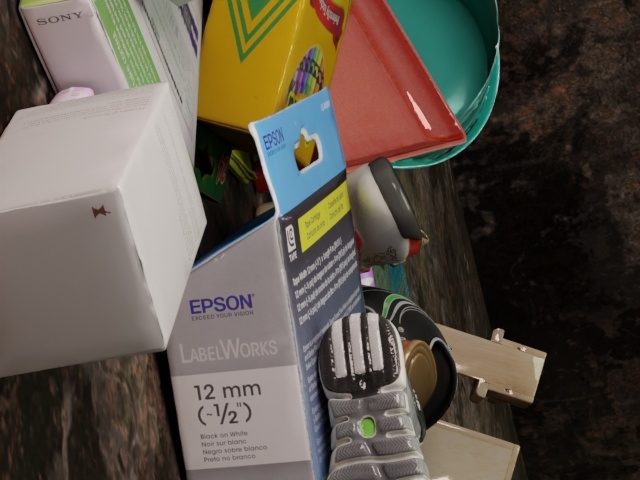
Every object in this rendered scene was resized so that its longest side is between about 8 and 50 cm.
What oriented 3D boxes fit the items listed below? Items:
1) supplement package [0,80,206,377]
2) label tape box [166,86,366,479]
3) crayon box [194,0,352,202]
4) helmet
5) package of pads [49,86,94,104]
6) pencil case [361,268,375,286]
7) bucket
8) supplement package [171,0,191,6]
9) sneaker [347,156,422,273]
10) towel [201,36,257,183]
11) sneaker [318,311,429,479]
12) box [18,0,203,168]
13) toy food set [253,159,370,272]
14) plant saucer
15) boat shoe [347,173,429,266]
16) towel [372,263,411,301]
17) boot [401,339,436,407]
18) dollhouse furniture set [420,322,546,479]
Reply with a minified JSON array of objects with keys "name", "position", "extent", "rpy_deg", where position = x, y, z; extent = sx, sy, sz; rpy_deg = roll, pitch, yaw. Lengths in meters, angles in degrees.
[{"name":"supplement package","position":[-0.140,-0.011,1.148],"extent":[0.179,0.105,0.105],"rpy_deg":[-79,158,-66]},{"name":"label tape box","position":[-0.040,0.066,1.542],"extent":[0.249,0.115,0.347],"rpy_deg":[-43,124,-74]},{"name":"crayon box","position":[-0.036,-0.187,1.667],"extent":[0.202,0.081,0.318],"rpy_deg":[25,80,-80]},{"name":"helmet","position":[0.046,0.123,1.890],"extent":[0.161,0.169,0.169],"rpy_deg":[-19,99,-62]},{"name":"package of pads","position":[-0.166,-0.065,1.272],"extent":[0.083,0.032,0.050],"rpy_deg":[-78,157,-66]},{"name":"pencil case","position":[0.024,0.057,2.081],"extent":[0.088,0.086,0.206],"rpy_deg":[22,57,-63]},{"name":"bucket","position":[0.071,-0.209,2.140],"extent":[0.183,0.281,0.281],"rpy_deg":[45,35,-80]},{"name":"supplement package","position":[-0.104,-0.309,1.256],"extent":[0.293,0.178,0.175],"rpy_deg":[32,43,-58]},{"name":"sneaker","position":[0.000,0.001,1.737],"extent":[0.270,0.145,0.090],"rpy_deg":[138,-70,-81]},{"name":"towel","position":[-0.099,-0.139,1.776],"extent":[0.237,0.021,0.102],"rpy_deg":[57,26,-67]},{"name":"sneaker","position":[0.052,0.178,1.464],"extent":[0.132,0.086,0.228],"rpy_deg":[54,33,-65]},{"name":"box","position":[-0.149,-0.189,1.445],"extent":[0.322,0.059,0.232],"rpy_deg":[-92,167,-46]},{"name":"toy food set","position":[-0.004,-0.043,1.972],"extent":[0.232,0.105,0.111],"rpy_deg":[-81,159,-62]},{"name":"plant saucer","position":[0.009,-0.183,1.948],"extent":[0.258,0.048,0.259],"rpy_deg":[-17,74,-55]},{"name":"boat shoe","position":[0.077,-0.042,2.438],"extent":[0.190,0.072,0.068],"rpy_deg":[45,22,-48]},{"name":"towel","position":[0.082,0.129,2.507],"extent":[0.370,0.040,0.271],"rpy_deg":[-62,139,-72]},{"name":"boot","position":[0.019,0.133,1.738],"extent":[0.073,0.152,0.197],"rpy_deg":[-46,157,-38]},{"name":"dollhouse furniture set","position":[0.109,0.263,2.227],"extent":[0.355,0.174,0.303],"rpy_deg":[113,-5,-77]}]
